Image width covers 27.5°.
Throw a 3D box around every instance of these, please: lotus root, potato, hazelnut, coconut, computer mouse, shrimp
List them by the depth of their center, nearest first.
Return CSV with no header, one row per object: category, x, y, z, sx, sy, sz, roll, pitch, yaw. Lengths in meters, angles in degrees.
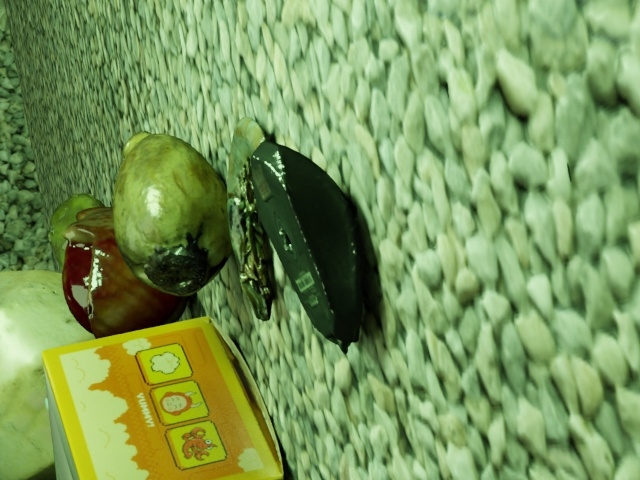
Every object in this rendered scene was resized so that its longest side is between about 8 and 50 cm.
computer mouse,0.000,0.000,0.986,0.172,0.057,0.099,67,160,3
shrimp,-0.054,-0.016,1.193,0.148,0.035,0.195,-172,74,-70
lotus root,-0.158,-0.039,1.359,0.138,0.138,0.214,101,153,-51
hazelnut,-0.248,0.046,1.646,0.201,0.160,0.170,-146,46,-60
coconut,-0.396,0.201,1.878,0.352,0.352,0.353,170,90,-73
potato,-0.363,0.038,2.111,0.251,0.113,0.149,62,150,24

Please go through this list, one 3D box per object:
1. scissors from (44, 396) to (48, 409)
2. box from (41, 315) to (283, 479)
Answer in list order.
scissors,-0.243,0.220,1.663,0.256,0.030,0.125,3,100,28
box,-0.169,0.282,1.431,0.259,0.213,0.284,-122,26,-46
